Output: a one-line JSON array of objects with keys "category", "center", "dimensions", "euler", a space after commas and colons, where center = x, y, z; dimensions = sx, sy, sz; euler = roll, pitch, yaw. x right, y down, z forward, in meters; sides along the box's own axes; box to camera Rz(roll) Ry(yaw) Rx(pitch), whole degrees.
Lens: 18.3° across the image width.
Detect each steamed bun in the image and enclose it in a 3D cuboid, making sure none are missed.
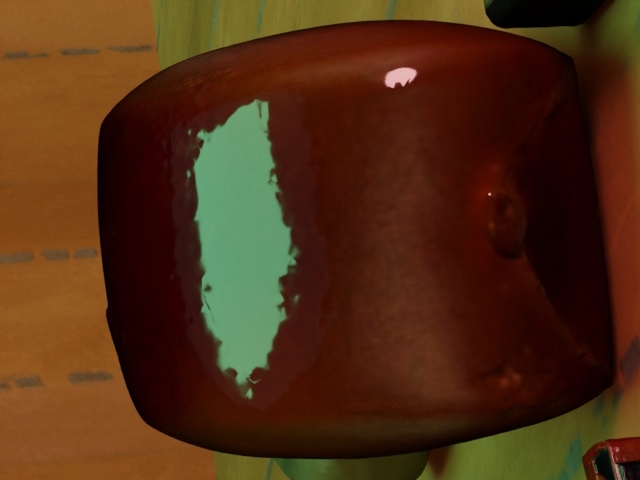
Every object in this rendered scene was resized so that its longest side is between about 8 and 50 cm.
[{"category": "steamed bun", "center": [0.000, 0.000, 1.114], "dimensions": [0.379, 0.248, 0.235], "euler": [-172, 75, -80]}]

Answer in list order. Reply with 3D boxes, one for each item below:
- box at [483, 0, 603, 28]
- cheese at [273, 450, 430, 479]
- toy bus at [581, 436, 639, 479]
[{"category": "box", "center": [0.108, -0.294, 0.975], "dimensions": [0.211, 0.058, 0.350], "euler": [125, 140, -77]}, {"category": "cheese", "center": [0.017, 0.071, 1.439], "dimensions": [0.235, 0.117, 0.218], "euler": [-104, 16, -47]}, {"category": "toy bus", "center": [0.155, 0.148, 0.960], "dimensions": [0.043, 0.031, 0.110], "euler": [111, 152, -61]}]
